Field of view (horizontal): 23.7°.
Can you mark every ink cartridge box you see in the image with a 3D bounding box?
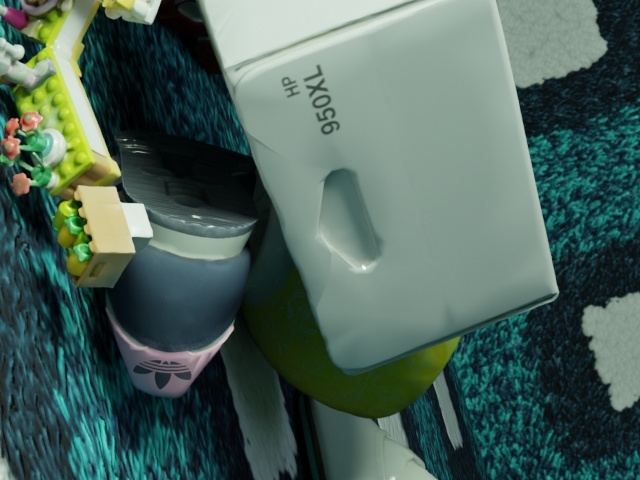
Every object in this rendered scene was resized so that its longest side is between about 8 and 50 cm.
[{"bbox_3d":[0.009,-0.149,1.064,0.395,0.166,0.285,-110,179,-46],"label":"ink cartridge box"}]

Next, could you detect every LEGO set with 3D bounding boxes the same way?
[{"bbox_3d":[-0.158,-0.120,0.876,0.107,0.132,0.287,28,66,-53],"label":"LEGO set"}]

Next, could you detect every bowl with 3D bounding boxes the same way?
[{"bbox_3d":[0.000,0.000,1.303,0.156,0.289,0.289,13,46,-27],"label":"bowl"}]

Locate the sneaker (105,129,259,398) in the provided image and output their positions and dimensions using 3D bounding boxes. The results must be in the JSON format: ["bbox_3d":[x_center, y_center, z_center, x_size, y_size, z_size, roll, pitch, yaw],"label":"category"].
[{"bbox_3d":[-0.105,0.004,1.042,0.319,0.112,0.131,-95,-163,-77],"label":"sneaker"}]

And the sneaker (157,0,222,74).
[{"bbox_3d":[-0.104,-0.249,1.473,0.221,0.087,0.128,48,28,-71],"label":"sneaker"}]

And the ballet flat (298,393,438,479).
[{"bbox_3d":[0.082,0.305,1.400,0.139,0.139,0.400,55,19,-61],"label":"ballet flat"}]
